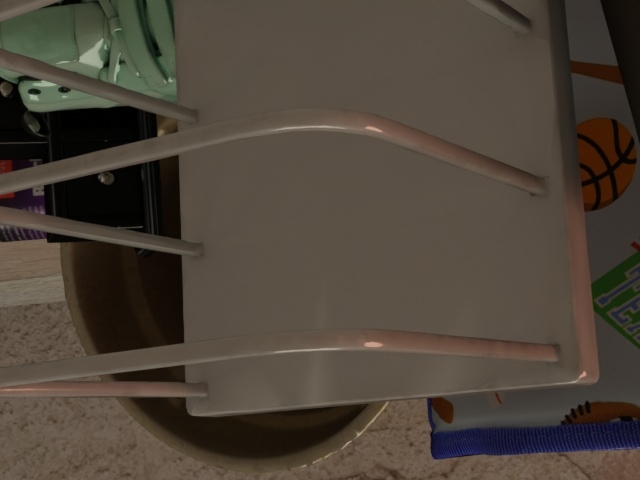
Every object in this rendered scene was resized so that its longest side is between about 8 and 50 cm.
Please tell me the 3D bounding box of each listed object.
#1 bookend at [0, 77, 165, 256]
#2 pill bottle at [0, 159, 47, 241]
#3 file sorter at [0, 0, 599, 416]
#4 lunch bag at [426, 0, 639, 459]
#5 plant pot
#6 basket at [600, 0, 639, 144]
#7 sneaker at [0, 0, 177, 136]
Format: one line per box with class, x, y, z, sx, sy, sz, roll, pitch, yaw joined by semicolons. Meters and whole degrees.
bookend;-0.200;-0.067;0.879;0.157;0.156;0.072;-2;172;-17
pill bottle;-0.263;-0.054;1.115;0.193;0.108;0.108;-5;173;-4
file sorter;-0.027;-0.079;0.467;0.193;0.278;0.173;-10;167;34
lunch bag;0.231;-0.047;0.691;0.385;0.328;0.239;-9;170;17
plant pot;0.000;0.000;1.073;0.334;0.334;0.305;-9;-178;29
basket;0.171;-0.122;0.433;0.204;0.227;0.154;-2;172;-17
sneaker;-0.119;-0.120;0.727;0.151;0.094;0.256;-9;177;-20
